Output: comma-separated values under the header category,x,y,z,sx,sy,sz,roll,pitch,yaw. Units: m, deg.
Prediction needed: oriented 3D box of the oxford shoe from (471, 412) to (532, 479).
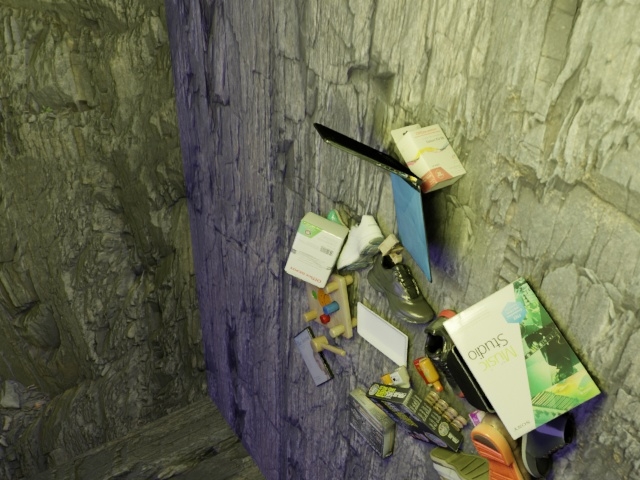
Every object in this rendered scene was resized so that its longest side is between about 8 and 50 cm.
category,x,y,z,sx,sy,sz,roll,pitch,yaw
oxford shoe,0.544,0.617,1.584,0.130,0.133,0.364,8,132,49

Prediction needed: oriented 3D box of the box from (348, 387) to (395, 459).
category,x,y,z,sx,sy,sz,roll,pitch,yaw
box,0.201,0.729,2.264,0.231,0.056,0.183,34,134,46

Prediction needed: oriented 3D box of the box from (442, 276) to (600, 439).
category,x,y,z,sx,sy,sz,roll,pitch,yaw
box,0.483,0.285,1.388,0.322,0.232,0.058,60,-173,16

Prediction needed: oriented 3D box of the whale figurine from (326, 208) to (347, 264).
category,x,y,z,sx,sy,sz,roll,pitch,yaw
whale figurine,0.000,0.000,2.092,0.216,0.141,0.272,62,146,17

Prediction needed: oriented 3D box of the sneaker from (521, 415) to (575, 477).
category,x,y,z,sx,sy,sz,roll,pitch,yaw
sneaker,0.596,0.541,1.475,0.118,0.083,0.222,11,118,52

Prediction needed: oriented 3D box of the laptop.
category,x,y,z,sx,sy,sz,roll,pitch,yaw
laptop,0.135,-0.121,1.564,0.382,0.408,0.236,-107,41,-73

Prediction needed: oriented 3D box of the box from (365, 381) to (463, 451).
category,x,y,z,sx,sy,sz,roll,pitch,yaw
box,0.306,0.578,1.870,0.270,0.060,0.216,44,156,-18

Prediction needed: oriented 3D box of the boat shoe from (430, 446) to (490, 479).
category,x,y,z,sx,sy,sz,roll,pitch,yaw
boat shoe,0.466,0.745,1.793,0.302,0.113,0.103,-3,106,70

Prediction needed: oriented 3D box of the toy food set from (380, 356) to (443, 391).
category,x,y,z,sx,sy,sz,roll,pitch,yaw
toy food set,0.312,0.456,1.859,0.232,0.111,0.104,-36,78,43

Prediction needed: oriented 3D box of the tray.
category,x,y,z,sx,sy,sz,roll,pitch,yaw
tray,0.225,0.332,2.023,0.270,0.030,0.145,33,134,47

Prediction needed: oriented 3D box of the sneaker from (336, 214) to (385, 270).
category,x,y,z,sx,sy,sz,roll,pitch,yaw
sneaker,0.136,0.018,1.944,0.297,0.111,0.129,132,132,-54

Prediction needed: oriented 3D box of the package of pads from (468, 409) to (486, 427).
category,x,y,z,sx,sy,sz,roll,pitch,yaw
package of pads,0.489,0.555,1.711,0.083,0.032,0.050,64,147,12

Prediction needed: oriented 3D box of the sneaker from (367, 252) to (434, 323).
category,x,y,z,sx,sy,sz,roll,pitch,yaw
sneaker,0.256,0.148,1.797,0.286,0.109,0.130,45,135,34

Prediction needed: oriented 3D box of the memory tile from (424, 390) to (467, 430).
category,x,y,z,sx,sy,sz,roll,pitch,yaw
memory tile,0.399,0.548,1.816,0.148,0.012,0.113,40,155,17

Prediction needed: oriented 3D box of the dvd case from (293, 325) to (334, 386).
category,x,y,z,sx,sy,sz,roll,pitch,yaw
dvd case,-0.033,0.527,2.570,0.253,0.022,0.180,63,150,13

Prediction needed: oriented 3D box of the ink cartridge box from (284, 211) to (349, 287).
category,x,y,z,sx,sy,sz,roll,pitch,yaw
ink cartridge box,-0.015,0.034,1.995,0.160,0.092,0.219,25,121,6

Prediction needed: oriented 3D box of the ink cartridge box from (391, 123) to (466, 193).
category,x,y,z,sx,sy,sz,roll,pitch,yaw
ink cartridge box,0.285,-0.236,1.508,0.198,0.115,0.067,63,148,13

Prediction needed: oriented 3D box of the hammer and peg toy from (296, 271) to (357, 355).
category,x,y,z,sx,sy,sz,roll,pitch,yaw
hammer and peg toy,0.039,0.279,2.205,0.266,0.127,0.361,18,122,53

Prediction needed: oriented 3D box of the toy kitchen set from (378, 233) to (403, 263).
category,x,y,z,sx,sy,sz,roll,pitch,yaw
toy kitchen set,0.242,0.023,1.769,0.068,0.083,0.075,59,136,21

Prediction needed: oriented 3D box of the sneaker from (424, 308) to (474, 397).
category,x,y,z,sx,sy,sz,roll,pitch,yaw
sneaker,0.376,0.350,1.679,0.097,0.135,0.276,0,108,57

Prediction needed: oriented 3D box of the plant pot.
category,x,y,z,sx,sy,sz,roll,pitch,yaw
plant pot,0.447,0.348,1.526,0.187,0.188,0.167,60,161,17
